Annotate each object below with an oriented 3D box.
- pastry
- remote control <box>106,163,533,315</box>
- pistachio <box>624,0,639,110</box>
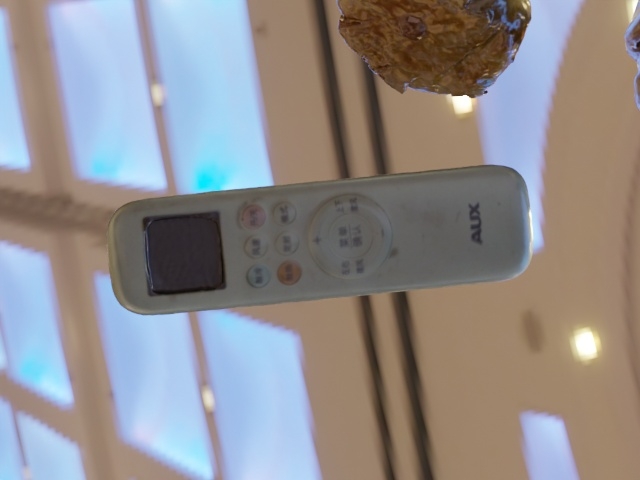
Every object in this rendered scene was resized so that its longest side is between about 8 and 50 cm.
[{"bbox_3d":[0.082,-0.173,1.484,0.153,0.153,0.081,112,-3,-54],"label":"pastry"},{"bbox_3d":[0.000,-0.001,1.456,0.038,0.309,0.090,-149,-125,-86],"label":"remote control"},{"bbox_3d":[0.404,-0.181,1.463,0.445,0.365,0.281,100,-25,-80],"label":"pistachio"}]
